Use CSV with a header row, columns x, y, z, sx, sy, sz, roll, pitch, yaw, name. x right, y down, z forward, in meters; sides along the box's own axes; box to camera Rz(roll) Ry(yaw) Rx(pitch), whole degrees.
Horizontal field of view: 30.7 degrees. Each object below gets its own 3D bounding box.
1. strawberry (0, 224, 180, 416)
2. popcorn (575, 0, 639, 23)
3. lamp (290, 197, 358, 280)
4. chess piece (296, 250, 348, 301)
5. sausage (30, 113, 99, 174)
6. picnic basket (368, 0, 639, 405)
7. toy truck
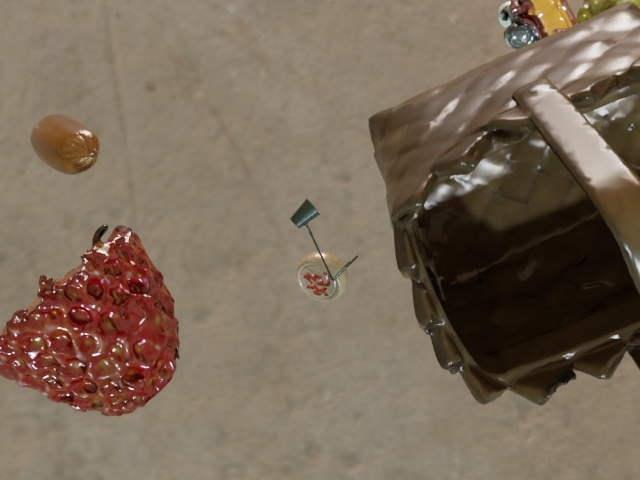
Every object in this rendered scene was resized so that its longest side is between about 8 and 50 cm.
x,y,z,sx,sy,sz,roll,pitch,yaw,name
-0.244,0.104,1.273,0.234,0.234,0.178,-44,98,-26,strawberry
0.530,-0.351,1.955,0.255,0.195,0.256,0,80,-45,popcorn
-0.001,-0.001,1.751,0.054,0.041,0.121,-41,87,4,lamp
0.003,0.056,1.840,0.083,0.084,0.038,49,43,-10,chess piece
-0.292,-0.110,1.324,0.054,0.183,0.062,16,98,-27,sausage
0.202,-0.004,0.869,0.291,0.321,0.254,-26,123,4,picnic basket
0.368,-0.300,1.785,0.270,0.135,0.114,54,19,-31,toy truck
